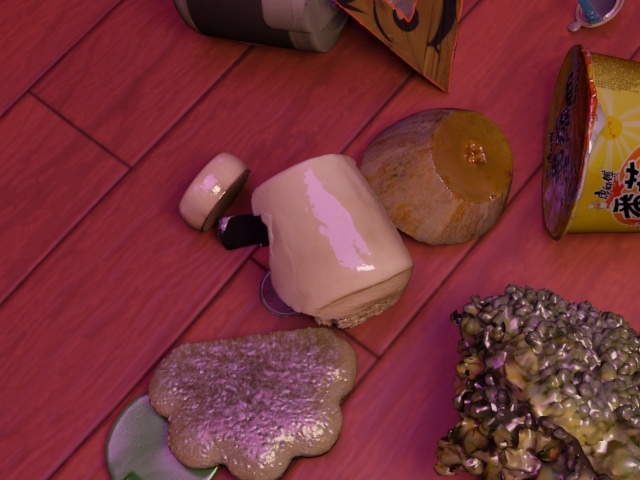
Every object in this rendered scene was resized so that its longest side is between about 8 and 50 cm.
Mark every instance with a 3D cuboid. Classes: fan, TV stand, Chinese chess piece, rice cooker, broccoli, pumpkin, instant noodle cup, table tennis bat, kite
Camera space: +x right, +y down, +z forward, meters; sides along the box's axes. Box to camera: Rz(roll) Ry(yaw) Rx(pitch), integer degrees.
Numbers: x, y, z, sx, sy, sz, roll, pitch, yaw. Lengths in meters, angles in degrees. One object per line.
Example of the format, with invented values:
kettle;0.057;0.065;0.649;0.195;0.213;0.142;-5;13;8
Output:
fan;-0.026;0.079;1.352;0.133;0.005;0.085;26;71;20
TV stand;-0.018;-0.025;1.376;0.256;0.049;0.040;-6;67;6
Chinese chess piece;-0.154;-0.070;1.377;0.051;0.122;0.122;37;75;3
rice cooker;-0.068;-0.432;1.449;0.277;0.288;0.288;10;67;12
broccoli;0.294;0.199;1.092;0.334;0.324;0.272;15;87;-12
pumpkin;0.177;-0.109;1.332;0.217;0.110;0.217;8;59;-13
instant noodle cup;0.415;-0.118;1.253;0.200;0.264;0.264;6;66;1
table tennis bat;-0.233;0.307;1.266;0.160;0.039;0.257;32;69;20
kite;0.116;-0.388;1.407;0.013;0.377;0.327;-11;16;44

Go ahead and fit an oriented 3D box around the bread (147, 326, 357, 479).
bread;-0.084;0.219;1.258;0.286;0.056;0.207;-11;60;0

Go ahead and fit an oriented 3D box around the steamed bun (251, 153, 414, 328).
steamed bun;0.000;0.000;1.256;0.170;0.200;0.225;-24;77;-15

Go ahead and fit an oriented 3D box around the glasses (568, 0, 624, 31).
glasses;0.403;-0.442;1.405;0.088;0.220;0.190;-1;65;18
